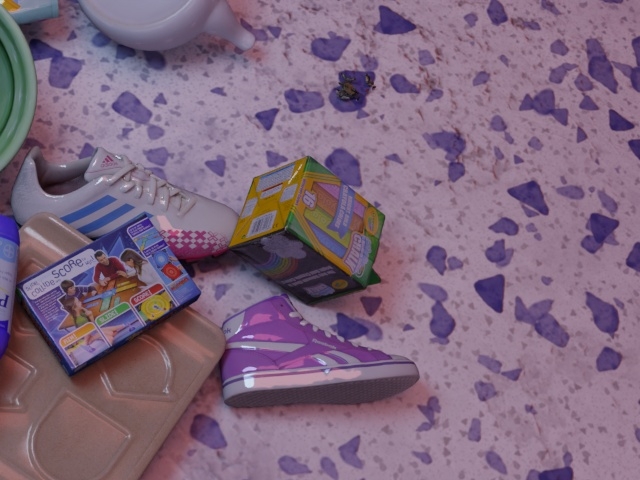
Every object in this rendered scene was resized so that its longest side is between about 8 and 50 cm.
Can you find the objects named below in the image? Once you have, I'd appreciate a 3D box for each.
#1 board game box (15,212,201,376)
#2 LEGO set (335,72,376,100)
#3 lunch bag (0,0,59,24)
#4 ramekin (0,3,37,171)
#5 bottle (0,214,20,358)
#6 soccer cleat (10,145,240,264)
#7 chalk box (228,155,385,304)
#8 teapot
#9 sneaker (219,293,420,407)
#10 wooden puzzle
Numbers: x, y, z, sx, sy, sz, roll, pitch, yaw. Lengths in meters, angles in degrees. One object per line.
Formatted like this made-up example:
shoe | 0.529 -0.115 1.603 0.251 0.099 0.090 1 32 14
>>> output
board game box | -0.275 0.068 1.419 0.201 0.035 0.136 -31 79 -28
LEGO set | 0.053 -0.250 1.807 0.083 0.023 0.054 -2 66 -32
lunch bag | -0.531 -0.407 1.637 0.223 0.160 0.262 -16 63 -24
ramekin | -0.536 -0.209 1.471 0.303 0.148 0.303 -2 98 -13
bottle | -0.433 0.101 1.313 0.118 0.092 0.283 16 62 -31
soccer cleat | -0.262 -0.055 1.526 0.331 0.143 0.116 5 34 -13
chalk box | 0.000 0.000 1.575 0.213 0.132 0.132 37 54 -31
teapot | -0.258 -0.406 1.707 0.252 0.187 0.256 -13 84 7
sneaker | -0.002 0.144 1.540 0.282 0.102 0.161 2 60 -15
wooden puzzle | -0.341 0.180 1.413 0.322 0.080 0.348 34 61 -1
